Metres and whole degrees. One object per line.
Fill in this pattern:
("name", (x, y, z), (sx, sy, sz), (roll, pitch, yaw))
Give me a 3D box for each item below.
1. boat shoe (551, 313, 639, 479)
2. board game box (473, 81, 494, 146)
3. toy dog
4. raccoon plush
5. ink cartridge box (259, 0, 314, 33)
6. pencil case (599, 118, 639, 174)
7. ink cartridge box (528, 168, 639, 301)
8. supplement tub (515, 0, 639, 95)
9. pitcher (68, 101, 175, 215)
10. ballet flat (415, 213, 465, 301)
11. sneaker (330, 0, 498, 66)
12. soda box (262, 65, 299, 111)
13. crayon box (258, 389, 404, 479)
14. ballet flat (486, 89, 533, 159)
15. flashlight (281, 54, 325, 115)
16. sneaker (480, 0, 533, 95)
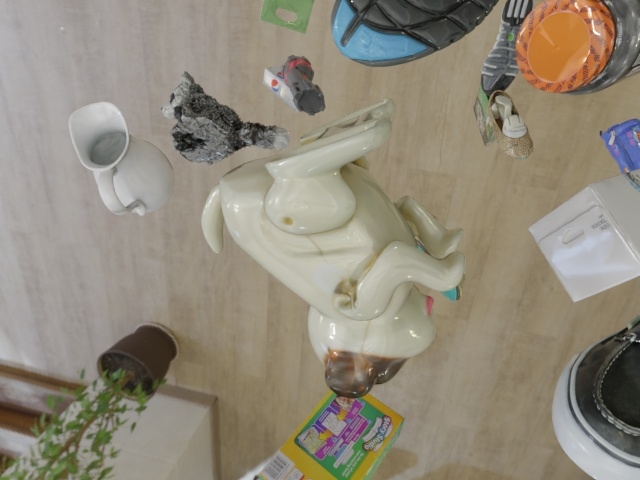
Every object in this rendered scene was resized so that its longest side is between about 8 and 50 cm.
("boat shoe", (0.355, 0.108, 0.436), (0.121, 0.335, 0.119), (43, 140, 36))
("board game box", (0.489, -0.369, 1.290), (0.030, 0.260, 0.136), (-13, 87, 14))
("toy dog", (0.033, 0.044, 0.686), (0.396, 0.284, 0.407), (-22, 107, 10))
("raccoon plush", (-0.339, -0.430, 1.566), (0.447, 0.299, 0.216), (9, 140, -15))
("ink cartridge box", (-0.058, -0.697, 1.189), (0.056, 0.171, 0.235), (37, 120, 40))
("pencil case", (1.071, -0.268, 1.499), (0.119, 0.133, 0.306), (-41, 57, 57))
("ink cartridge box", (0.560, -0.017, 0.817), (0.171, 0.233, 0.168), (116, 135, -61))
("supplement tub", (0.550, -0.405, 0.852), (0.207, 0.338, 0.207), (41, 143, 39))
("pitcher", (-0.324, -0.102, 0.745), (0.126, 0.207, 0.177), (-13, 73, -3))
("ballet flat", (0.342, 0.049, 1.226), (0.123, 0.123, 0.348), (-22, 134, 24))
("sneaker", (0.146, -0.306, 0.492), (0.341, 0.140, 0.125), (-40, 106, -6))
("soda box", (-0.126, -0.585, 1.692), (0.216, 0.074, 0.069), (44, 140, 23))
("crayon box", (0.029, 0.436, 0.904), (0.165, 0.278, 0.081), (29, 139, 27))
("ballet flat", (0.433, -0.275, 1.019), (0.073, 0.206, 0.067), (-16, 141, 7))
("flashlight", (-0.048, -0.456, 1.295), (0.103, 0.304, 0.103), (-21, 130, 1))
("sneaker", (0.470, -0.474, 1.087), (0.086, 0.132, 0.228), (23, 118, 20))
